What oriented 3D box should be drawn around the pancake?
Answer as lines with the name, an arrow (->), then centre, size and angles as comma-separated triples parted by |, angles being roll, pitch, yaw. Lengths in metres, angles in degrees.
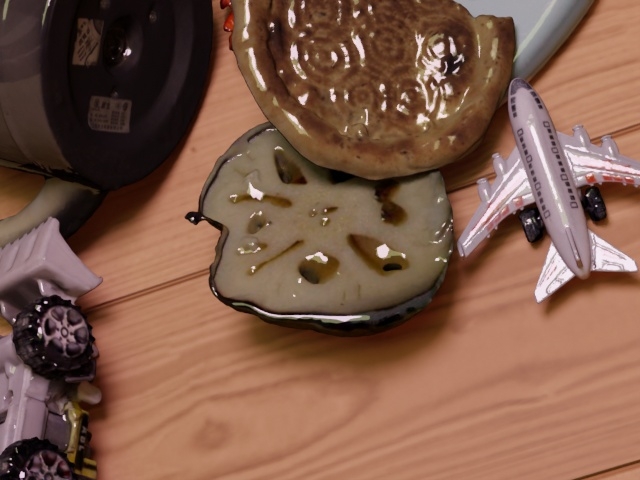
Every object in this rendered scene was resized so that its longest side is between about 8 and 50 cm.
pancake -> 0.038, -0.155, 1.079 | 0.212, 0.029, 0.235 | -44, 89, -16

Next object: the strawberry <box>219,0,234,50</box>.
strawberry -> -0.022, -0.211, 1.160 | 0.082, 0.146, 0.187 | 13, 65, -23

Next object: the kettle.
kettle -> -0.288, -0.143, 1.174 | 0.324, 0.228, 0.321 | 14, 105, 26

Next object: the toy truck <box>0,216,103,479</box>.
toy truck -> -0.220, 0.131, 1.081 | 0.136, 0.111, 0.286 | -25, 52, 39

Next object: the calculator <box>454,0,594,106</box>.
calculator -> 0.123, -0.208, 1.151 | 0.184, 0.042, 0.295 | 36, 83, 25

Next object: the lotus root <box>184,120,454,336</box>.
lotus root -> 0.004, 0.001, 1.087 | 0.204, 0.078, 0.183 | 16, 61, 14

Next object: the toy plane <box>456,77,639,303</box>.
toy plane -> 0.173, -0.043, 1.058 | 0.162, 0.065, 0.171 | -19, 63, 9
